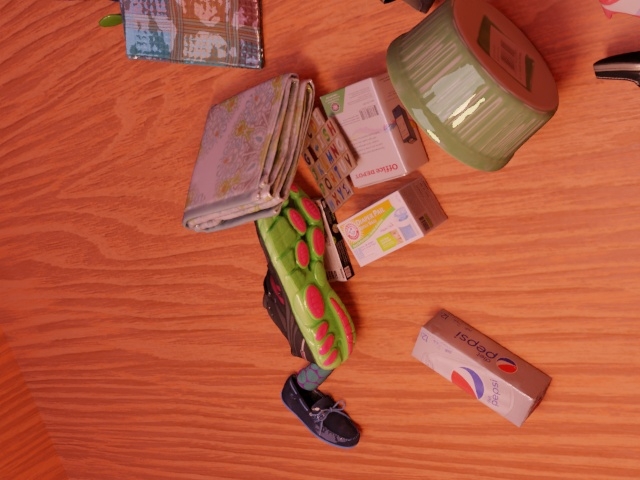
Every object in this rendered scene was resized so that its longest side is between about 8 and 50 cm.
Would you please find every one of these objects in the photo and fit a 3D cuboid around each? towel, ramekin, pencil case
[{"bbox_3d":[-0.306,-0.537,1.993,0.370,0.040,0.271,9,119,20],"label":"towel"},{"bbox_3d":[0.276,-0.285,1.517,0.148,0.303,0.303,-41,83,36],"label":"ramekin"},{"bbox_3d":[-0.170,-0.191,1.950,0.374,0.090,0.320,-10,60,50],"label":"towel"},{"bbox_3d":[-0.005,0.326,2.221,0.070,0.064,0.151,45,134,11],"label":"pencil case"}]

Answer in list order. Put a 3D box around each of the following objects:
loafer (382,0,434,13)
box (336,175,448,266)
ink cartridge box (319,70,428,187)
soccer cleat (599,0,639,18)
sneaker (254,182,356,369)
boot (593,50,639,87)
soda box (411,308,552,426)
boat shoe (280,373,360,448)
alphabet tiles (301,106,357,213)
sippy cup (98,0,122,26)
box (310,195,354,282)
[{"bbox_3d":[0.118,-0.502,1.674,0.251,0.094,0.087,27,122,28],"label":"loafer"},{"bbox_3d":[0.152,-0.039,1.873,0.203,0.103,0.114,-30,91,45],"label":"box"},{"bbox_3d":[0.113,-0.232,1.817,0.154,0.093,0.212,-13,101,45],"label":"ink cartridge box"},{"bbox_3d":[0.567,-0.392,1.373,0.248,0.083,0.095,12,148,31],"label":"soccer cleat"},{"bbox_3d":[-0.078,0.083,2.029,0.202,0.185,0.482,-6,104,45],"label":"sneaker"},{"bbox_3d":[0.571,-0.221,1.439,0.236,0.085,0.178,10,120,36],"label":"boot"},{"bbox_3d":[0.345,0.273,1.873,0.286,0.098,0.091,32,129,23],"label":"soda box"},{"bbox_3d":[-0.006,0.446,2.255,0.258,0.109,0.089,29,124,24],"label":"boat shoe"},{"bbox_3d":[0.016,-0.178,1.905,0.198,0.009,0.237,63,160,6],"label":"alphabet tiles"},{"bbox_3d":[-0.574,-0.680,2.085,0.305,0.224,0.240,37,130,21],"label":"sippy cup"},{"bbox_3d":[0.000,0.000,2.071,0.114,0.036,0.207,-7,107,42],"label":"box"}]
